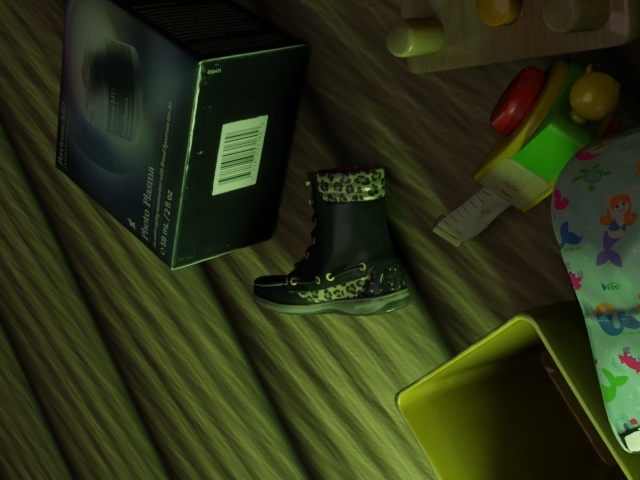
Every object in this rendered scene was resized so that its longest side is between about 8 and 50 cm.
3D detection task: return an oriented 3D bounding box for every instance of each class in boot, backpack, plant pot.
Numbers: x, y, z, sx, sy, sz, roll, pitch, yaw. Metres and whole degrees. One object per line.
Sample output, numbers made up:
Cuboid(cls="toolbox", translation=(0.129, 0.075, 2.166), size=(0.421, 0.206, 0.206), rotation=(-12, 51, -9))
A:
Cuboid(cls="boot", translation=(0.002, 0.000, 1.237), size=(0.236, 0.085, 0.179), rotation=(0, 102, 41))
Cuboid(cls="backpack", translation=(0.305, 0.022, 0.803), size=(0.191, 0.225, 0.254), rotation=(-23, 90, 47))
Cuboid(cls="plant pot", translation=(0.239, 0.173, 0.962), size=(0.212, 0.187, 0.212), rotation=(59, 138, 12))

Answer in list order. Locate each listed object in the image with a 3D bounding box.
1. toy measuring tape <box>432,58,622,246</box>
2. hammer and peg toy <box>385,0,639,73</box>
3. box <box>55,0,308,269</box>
Cuboid(cls="toy measuring tape", translation=(0.204, -0.090, 0.986), size=(0.121, 0.121, 0.330), rotation=(62, 159, 10))
Cuboid(cls="hammer and peg toy", translation=(0.155, -0.343, 0.906), size=(0.266, 0.127, 0.361), rotation=(0, 102, 48))
Cuboid(cls="box", translation=(-0.198, -0.171, 1.317), size=(0.294, 0.182, 0.296), rotation=(37, 129, 34))
